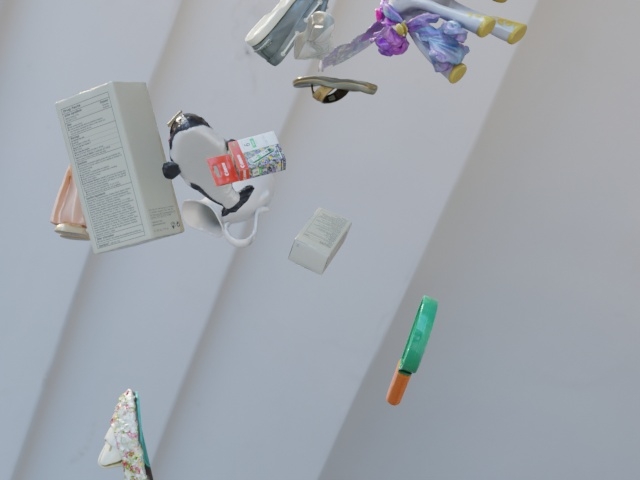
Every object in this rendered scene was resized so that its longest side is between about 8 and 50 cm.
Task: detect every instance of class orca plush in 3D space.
[{"bbox_3d":[-0.206,-0.164,1.749,0.287,0.151,0.102,38,30,-54],"label":"orca plush"}]

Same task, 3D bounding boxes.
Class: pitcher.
[{"bbox_3d":[-0.177,-0.077,2.084,0.177,0.125,0.207,36,49,16],"label":"pitcher"}]

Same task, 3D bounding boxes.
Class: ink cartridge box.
[{"bbox_3d":[-0.118,-0.129,1.476,0.115,0.029,0.063,-15,57,-13],"label":"ink cartridge box"}]

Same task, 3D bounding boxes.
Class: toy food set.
[{"bbox_3d":[-0.305,-0.222,2.064,0.019,0.122,0.078,5,44,32],"label":"toy food set"}]

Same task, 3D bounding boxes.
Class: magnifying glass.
[{"bbox_3d":[0.114,0.149,1.185,0.026,0.231,0.092,18,56,3],"label":"magnifying glass"}]

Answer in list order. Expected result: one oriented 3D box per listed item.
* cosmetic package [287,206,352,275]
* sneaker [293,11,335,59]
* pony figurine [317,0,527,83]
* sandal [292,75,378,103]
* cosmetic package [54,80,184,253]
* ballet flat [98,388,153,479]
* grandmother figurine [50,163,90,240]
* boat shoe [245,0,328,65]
[{"bbox_3d":[0.000,0.000,1.405,0.060,0.041,0.115,26,32,8],"label":"cosmetic package"},{"bbox_3d":[0.001,-0.362,1.661,0.061,0.054,0.152,6,-13,-19],"label":"sneaker"},{"bbox_3d":[0.174,-0.464,1.832,0.351,0.303,0.363,-36,62,-27],"label":"pony figurine"},{"bbox_3d":[0.021,-0.266,1.669,0.180,0.049,0.072,13,12,35],"label":"sandal"},{"bbox_3d":[-0.393,-0.142,1.837,0.160,0.309,0.113,-13,1,29],"label":"cosmetic package"},{"bbox_3d":[-0.275,0.336,1.336,0.077,0.241,0.091,-10,-11,-16],"label":"ballet flat"},{"bbox_3d":[-0.553,-0.179,2.180,0.104,0.342,0.208,9,-11,-12],"label":"grandmother figurine"},{"bbox_3d":[-0.037,-0.537,2.181,0.099,0.319,0.116,48,-15,-22],"label":"boat shoe"}]
